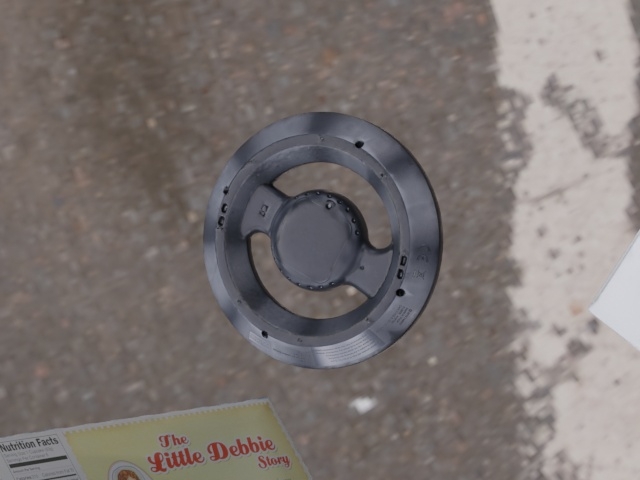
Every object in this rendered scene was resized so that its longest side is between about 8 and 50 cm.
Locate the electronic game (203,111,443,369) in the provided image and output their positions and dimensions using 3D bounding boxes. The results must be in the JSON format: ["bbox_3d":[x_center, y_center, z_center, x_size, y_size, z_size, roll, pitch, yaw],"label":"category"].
[{"bbox_3d":[0.000,0.000,1.744,0.229,0.048,0.229,0,89,23],"label":"electronic game"}]

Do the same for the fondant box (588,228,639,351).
[{"bbox_3d":[0.398,0.073,1.616,0.238,0.330,0.096,40,116,22],"label":"fondant box"}]

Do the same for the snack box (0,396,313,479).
[{"bbox_3d":[-0.098,0.198,1.167,0.060,0.322,0.187,-39,70,29],"label":"snack box"}]
